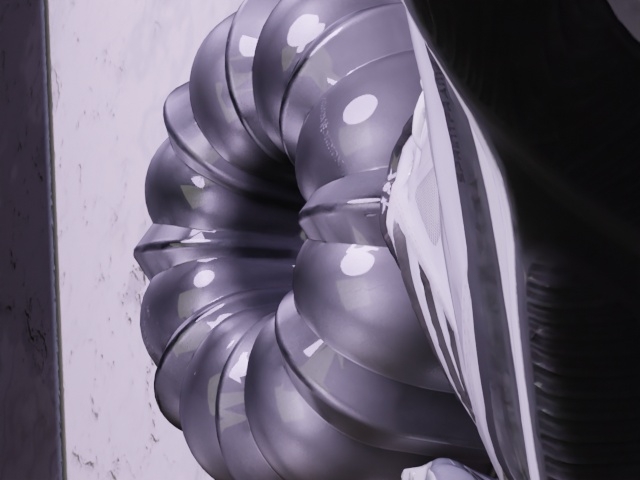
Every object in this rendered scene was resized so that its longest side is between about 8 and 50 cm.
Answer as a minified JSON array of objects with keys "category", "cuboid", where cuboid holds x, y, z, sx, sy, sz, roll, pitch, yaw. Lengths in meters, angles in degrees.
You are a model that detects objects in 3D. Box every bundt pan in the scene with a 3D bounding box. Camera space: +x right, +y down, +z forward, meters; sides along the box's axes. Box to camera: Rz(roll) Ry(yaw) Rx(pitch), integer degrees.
[{"category":"bundt pan","cuboid":[0.000,0.000,0.859,0.331,0.124,0.331,-14,73,56]}]

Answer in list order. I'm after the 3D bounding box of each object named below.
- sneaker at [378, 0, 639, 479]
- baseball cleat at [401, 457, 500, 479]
[{"category":"sneaker","cuboid":[0.068,-0.094,0.587,0.257,0.169,0.447,-144,44,-70]},{"category":"baseball cleat","cuboid":[0.083,0.126,0.678,0.206,0.109,0.072,-65,-21,-89]}]
